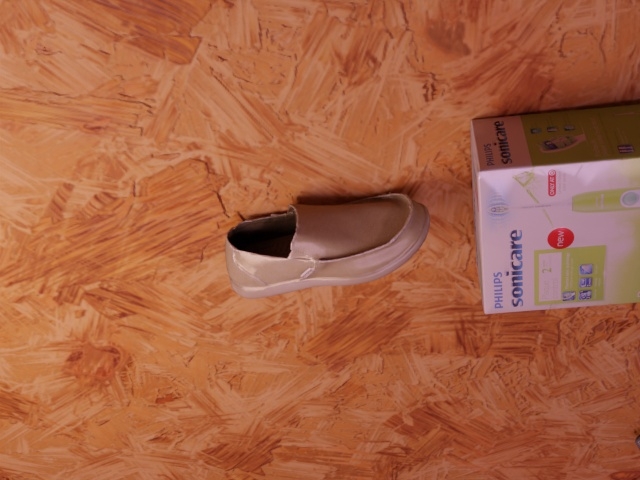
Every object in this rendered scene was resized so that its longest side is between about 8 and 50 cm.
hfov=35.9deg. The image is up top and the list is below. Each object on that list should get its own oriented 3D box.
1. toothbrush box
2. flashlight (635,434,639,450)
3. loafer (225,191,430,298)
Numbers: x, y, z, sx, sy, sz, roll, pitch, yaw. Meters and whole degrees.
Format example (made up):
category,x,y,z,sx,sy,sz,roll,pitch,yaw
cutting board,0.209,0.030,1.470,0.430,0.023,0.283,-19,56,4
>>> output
category,x,y,z,sx,sy,sz,roll,pitch,yaw
toothbrush box,0.322,-0.038,1.150,0.283,0.122,0.206,-3,126,7
flashlight,0.627,0.268,1.476,0.103,0.103,0.304,26,125,-27
loafer,0.000,0.000,1.203,0.268,0.102,0.092,-18,136,14
